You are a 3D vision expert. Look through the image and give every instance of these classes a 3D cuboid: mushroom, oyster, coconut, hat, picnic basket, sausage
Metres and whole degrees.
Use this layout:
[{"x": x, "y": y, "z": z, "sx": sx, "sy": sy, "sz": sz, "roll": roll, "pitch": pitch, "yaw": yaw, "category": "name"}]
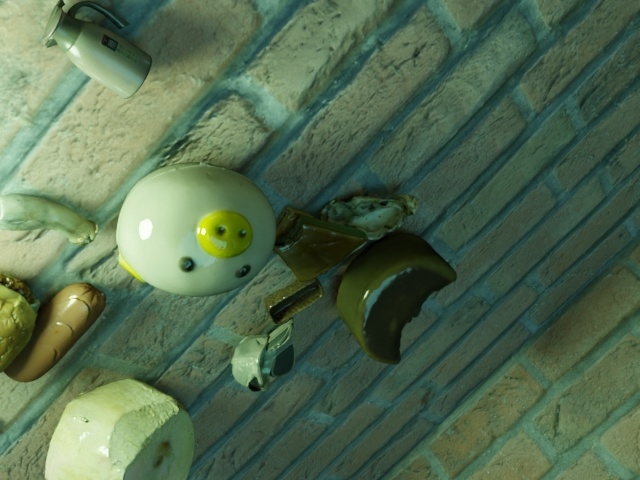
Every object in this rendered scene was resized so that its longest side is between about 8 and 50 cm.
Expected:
[{"x": -0.611, "y": -0.047, "z": 1.364, "sx": 0.223, "sy": 0.081, "sz": 0.092, "roll": 14, "pitch": 98, "yaw": -43, "category": "mushroom"}, {"x": 0.140, "y": -0.089, "z": 1.839, "sx": 0.294, "sy": 0.094, "sz": 0.166, "roll": 8, "pitch": 126, "yaw": -18, "category": "oyster"}, {"x": -0.589, "y": 0.584, "z": 1.728, "sx": 0.405, "sy": 0.404, "sz": 0.404, "roll": -19, "pitch": 134, "yaw": -20, "category": "coconut"}, {"x": -0.174, "y": 0.356, "z": 1.960, "sx": 0.275, "sy": 0.161, "sz": 0.232, "roll": -46, "pitch": 158, "yaw": -27, "category": "hat"}, {"x": -0.086, "y": 0.184, "z": 1.933, "sx": 0.193, "sy": 0.055, "sz": 0.110, "roll": -31, "pitch": 138, "yaw": -9, "category": "picnic basket"}, {"x": -0.667, "y": 0.224, "z": 1.525, "sx": 0.304, "sy": 0.121, "sz": 0.121, "roll": -45, "pitch": 137, "yaw": 8, "category": "sausage"}]

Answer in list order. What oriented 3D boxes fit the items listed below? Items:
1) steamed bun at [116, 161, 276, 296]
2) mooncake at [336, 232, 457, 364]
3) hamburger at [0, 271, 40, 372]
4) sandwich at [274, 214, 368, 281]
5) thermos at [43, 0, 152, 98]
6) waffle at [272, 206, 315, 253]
[{"x": -0.288, "y": -0.022, "z": 1.436, "sx": 0.374, "sy": 0.334, "sz": 0.334, "roll": 9, "pitch": 120, "yaw": -34, "category": "steamed bun"}, {"x": 0.254, "y": 0.181, "z": 2.018, "sx": 0.394, "sy": 0.246, "sz": 0.393, "roll": -22, "pitch": 127, "yaw": -17, "category": "mooncake"}, {"x": -0.799, "y": 0.195, "z": 1.381, "sx": 0.259, "sy": 0.144, "sz": 0.283, "roll": 28, "pitch": 98, "yaw": -33, "category": "hamburger"}, {"x": 0.000, "y": 0.000, "z": 1.743, "sx": 0.245, "sy": 0.063, "sz": 0.212, "roll": -32, "pitch": 136, "yaw": 2, "category": "sandwich"}, {"x": -0.436, "y": -0.388, "z": 1.189, "sx": 0.193, "sy": 0.105, "sz": 0.137, "roll": 29, "pitch": 80, "yaw": -38, "category": "thermos"}, {"x": -0.091, "y": -0.024, "z": 1.760, "sx": 0.102, "sy": 0.042, "sz": 0.148, "roll": 16, "pitch": 116, "yaw": -40, "category": "waffle"}]
